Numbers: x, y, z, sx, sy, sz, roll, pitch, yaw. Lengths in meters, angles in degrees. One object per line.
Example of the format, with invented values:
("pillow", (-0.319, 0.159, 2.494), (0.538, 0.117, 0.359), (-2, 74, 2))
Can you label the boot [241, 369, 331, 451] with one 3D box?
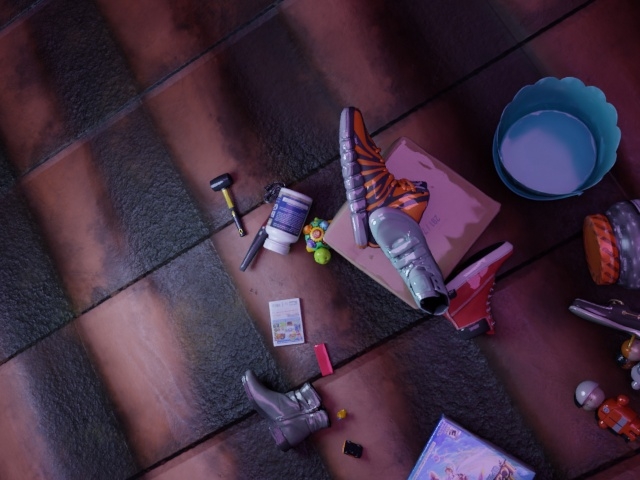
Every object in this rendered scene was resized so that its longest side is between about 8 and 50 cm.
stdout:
("boot", (-0.088, 0.418, 1.513), (0.161, 0.083, 0.246), (-34, 83, 1))

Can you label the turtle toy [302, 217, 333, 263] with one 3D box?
("turtle toy", (0.000, 0.000, 1.532), (0.095, 0.066, 0.130), (-14, 81, 12))

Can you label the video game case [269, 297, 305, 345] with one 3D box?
("video game case", (-0.092, 0.223, 1.559), (0.087, 0.011, 0.121), (-9, 82, 12))

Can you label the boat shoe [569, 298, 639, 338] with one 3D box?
("boat shoe", (0.703, 0.177, 1.335), (0.228, 0.081, 0.068), (21, 86, 8))

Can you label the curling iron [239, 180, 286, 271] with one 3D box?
("curling iron", (-0.163, -0.039, 1.593), (0.068, 0.035, 0.273), (22, 89, 19))

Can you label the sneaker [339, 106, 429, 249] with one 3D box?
("sneaker", (0.143, -0.148, 1.280), (0.180, 0.124, 0.320), (-10, 101, 0))

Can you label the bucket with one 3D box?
("bucket", (0.550, -0.227, 1.360), (0.282, 0.183, 0.280), (-2, 83, 14))

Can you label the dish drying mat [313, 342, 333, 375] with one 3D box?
("dish drying mat", (0.008, 0.318, 1.526), (0.032, 0.008, 0.083), (-20, 81, 12))

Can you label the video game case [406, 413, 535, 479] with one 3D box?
("video game case", (0.343, 0.606, 1.385), (0.244, 0.061, 0.269), (28, 91, 14))

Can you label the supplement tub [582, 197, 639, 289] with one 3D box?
("supplement tub", (0.783, -0.002, 1.266), (0.338, 0.207, 0.206), (-9, 82, 14))

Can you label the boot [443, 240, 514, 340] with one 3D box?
("boot", (0.414, 0.130, 1.416), (0.244, 0.088, 0.176), (-40, 91, -1))

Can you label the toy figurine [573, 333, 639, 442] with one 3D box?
("toy figurine", (0.674, 0.325, 1.260), (0.148, 0.213, 0.209), (40, 91, 31))

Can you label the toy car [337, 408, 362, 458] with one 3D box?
("toy car", (0.074, 0.505, 1.485), (0.040, 0.060, 0.121), (-37, 50, 51))

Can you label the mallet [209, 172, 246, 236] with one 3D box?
("mallet", (-0.247, -0.104, 1.623), (0.062, 0.039, 0.189), (-32, 82, 12))

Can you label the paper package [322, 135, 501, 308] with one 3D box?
("paper package", (0.217, -0.045, 1.407), (0.310, 0.168, 0.324), (37, 94, 3))

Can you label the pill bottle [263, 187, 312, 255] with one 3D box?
("pill bottle", (-0.092, -0.050, 1.545), (0.094, 0.094, 0.169), (21, 89, 15))

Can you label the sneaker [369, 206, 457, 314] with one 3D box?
("sneaker", (0.199, 0.046, 1.202), (0.094, 0.151, 0.256), (-34, 116, 15))
